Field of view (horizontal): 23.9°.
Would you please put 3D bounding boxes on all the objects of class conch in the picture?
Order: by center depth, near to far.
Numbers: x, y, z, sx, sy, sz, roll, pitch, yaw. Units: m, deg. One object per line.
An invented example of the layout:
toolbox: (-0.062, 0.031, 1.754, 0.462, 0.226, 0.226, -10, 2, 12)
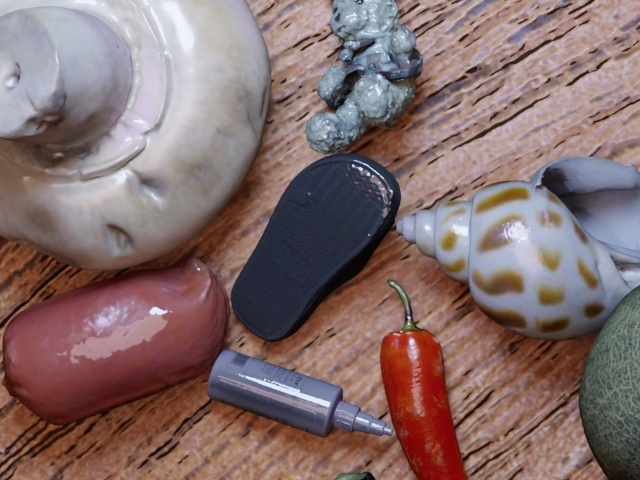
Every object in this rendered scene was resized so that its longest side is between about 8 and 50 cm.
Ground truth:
conch: (0.220, 0.009, 1.507, 0.275, 0.149, 0.182, 20, 60, -13)

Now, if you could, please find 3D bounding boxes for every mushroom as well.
mushroom: (-0.245, -0.158, 1.523, 0.353, 0.353, 0.325, -46, 52, 5)

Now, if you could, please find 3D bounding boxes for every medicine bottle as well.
medicine bottle: (-0.018, 0.170, 1.585, 0.199, 0.057, 0.057, 17, 91, 11)

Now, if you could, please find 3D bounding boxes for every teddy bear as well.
teddy bear: (0.058, -0.187, 1.564, 0.133, 0.111, 0.213, -21, 55, 41)

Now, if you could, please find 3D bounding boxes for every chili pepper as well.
chili pepper: (0.106, 0.172, 1.574, 0.071, 0.063, 0.272, -14, 90, 24)

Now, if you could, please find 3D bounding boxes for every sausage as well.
sausage: (-0.217, 0.108, 1.579, 0.254, 0.148, 0.148, -17, 86, 8)

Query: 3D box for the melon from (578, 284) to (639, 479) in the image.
melon: (0.366, 0.150, 1.404, 0.249, 0.329, 0.248, -3, 70, 8)

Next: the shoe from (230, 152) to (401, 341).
shoe: (0.000, 0.000, 1.584, 0.108, 0.093, 0.241, 44, 118, 12)

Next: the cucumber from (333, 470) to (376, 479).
cucumber: (0.086, 0.380, 1.566, 0.072, 0.072, 0.300, -27, 86, 7)
